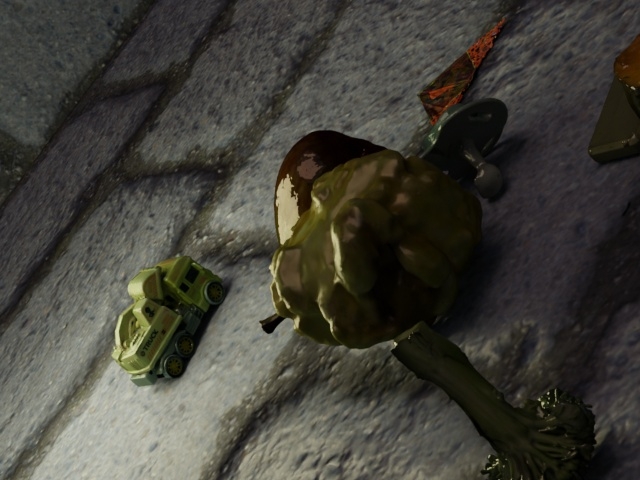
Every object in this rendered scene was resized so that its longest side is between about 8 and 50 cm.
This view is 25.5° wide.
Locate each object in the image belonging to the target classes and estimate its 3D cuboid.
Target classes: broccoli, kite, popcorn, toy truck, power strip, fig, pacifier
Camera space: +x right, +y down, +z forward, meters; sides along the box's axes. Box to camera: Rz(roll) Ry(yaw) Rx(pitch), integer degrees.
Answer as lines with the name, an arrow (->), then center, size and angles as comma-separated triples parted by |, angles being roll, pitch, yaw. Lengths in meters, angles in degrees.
broccoli -> 0.148, 0.144, 1.229 | 0.118, 0.204, 0.122 | -47, 10, -1
kite -> 0.171, -0.212, 1.934 | 0.125, 0.008, 0.222 | -9, 45, 54
popcorn -> 0.062, 0.012, 1.576 | 0.256, 0.195, 0.255 | -29, 23, 10
toy truck -> -0.226, 0.106, 1.978 | 0.085, 0.116, 0.191 | -11, 44, 50
power strip -> 0.348, -0.158, 1.550 | 0.076, 0.028, 0.169 | -13, 43, 51
fig -> 0.000, 0.001, 1.755 | 0.274, 0.170, 0.145 | -64, 27, 12
pacifier -> 0.180, -0.097, 1.676 | 0.150, 0.126, 0.117 | -53, 57, 29

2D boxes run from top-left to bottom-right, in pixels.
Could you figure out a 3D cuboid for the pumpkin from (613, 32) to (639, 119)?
pumpkin -> 0.395, -0.193, 1.401 | 0.190, 0.139, 0.281 | -33, 27, 27
